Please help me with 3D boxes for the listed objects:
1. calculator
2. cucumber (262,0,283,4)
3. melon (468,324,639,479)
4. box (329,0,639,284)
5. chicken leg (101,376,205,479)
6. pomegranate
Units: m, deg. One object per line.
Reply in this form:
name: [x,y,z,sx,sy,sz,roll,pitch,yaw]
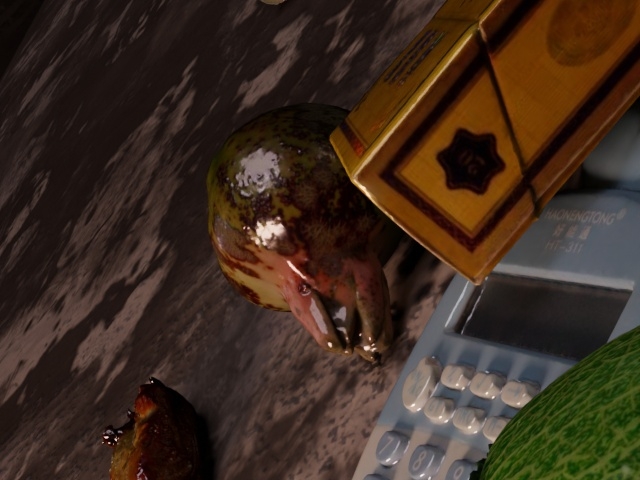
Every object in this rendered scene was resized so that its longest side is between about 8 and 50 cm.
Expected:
calculator: [0.089,0.069,0.646,0.303,0.042,0.188,-58,19,-9]
cucumber: [-0.045,-0.297,1.490,0.064,0.064,0.112,-38,26,40]
melon: [0.144,0.072,0.403,0.169,0.129,0.265,-45,21,18]
box: [0.133,-0.130,0.718,0.301,0.084,0.193,-50,7,6]
chicken leg: [-0.119,0.180,0.942,0.106,0.051,0.253,-50,21,32]
pomegranate: [-0.012,-0.003,0.867,0.138,0.125,0.163,105,174,-51]
